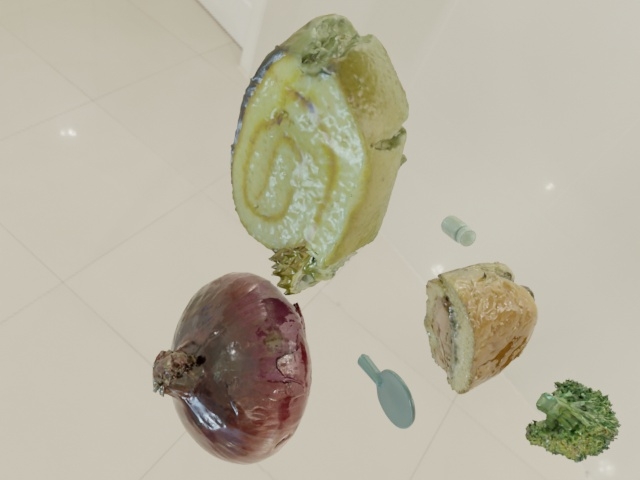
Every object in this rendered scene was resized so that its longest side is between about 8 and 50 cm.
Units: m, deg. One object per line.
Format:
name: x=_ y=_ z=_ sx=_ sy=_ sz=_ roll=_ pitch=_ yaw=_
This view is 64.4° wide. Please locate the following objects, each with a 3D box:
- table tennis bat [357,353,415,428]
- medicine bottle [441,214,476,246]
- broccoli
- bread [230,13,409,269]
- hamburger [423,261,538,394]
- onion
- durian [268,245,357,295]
table tennis bat: x=0.176 y=0.398 z=1.378 sx=0.040 sy=0.153 sz=0.244 roll=-11 pitch=35 yaw=-28
medicine bottle: x=0.311 y=-0.022 z=1.149 sx=0.047 sy=0.047 sz=0.083 roll=2 pitch=25 yaw=-21
broccoli: x=0.576 y=0.416 z=1.212 sx=0.194 sy=0.220 sz=0.194 roll=40 pitch=20 yaw=-18
bread: x=0.004 y=-0.098 z=0.548 sx=0.186 sy=0.257 sz=0.124 roll=41 pitch=44 yaw=24
hamburger: x=0.333 y=0.157 z=1.022 sx=0.209 sy=0.330 sz=0.162 roll=-26 pitch=44 yaw=-11
onion: x=-0.181 y=0.229 z=0.928 sx=0.285 sy=0.347 sz=0.347 roll=8 pitch=49 yaw=-43
durian: x=0.000 y=0.000 z=0.833 sx=0.166 sy=0.306 sz=0.172 roll=8 pitch=62 yaw=-3
